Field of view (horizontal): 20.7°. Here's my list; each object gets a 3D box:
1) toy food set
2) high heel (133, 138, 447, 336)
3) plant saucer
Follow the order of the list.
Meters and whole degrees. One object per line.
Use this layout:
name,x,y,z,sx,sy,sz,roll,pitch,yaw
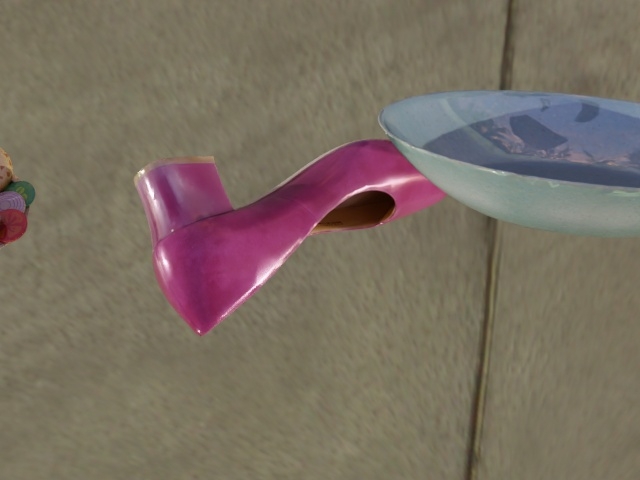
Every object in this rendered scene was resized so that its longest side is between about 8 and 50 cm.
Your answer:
toy food set,-0.226,-0.023,1.128,0.083,0.020,0.082,-27,61,-26
high heel,0.000,0.000,1.132,0.244,0.082,0.117,-1,61,-39
plant saucer,0.122,-0.034,0.834,0.195,0.195,0.037,7,108,7
